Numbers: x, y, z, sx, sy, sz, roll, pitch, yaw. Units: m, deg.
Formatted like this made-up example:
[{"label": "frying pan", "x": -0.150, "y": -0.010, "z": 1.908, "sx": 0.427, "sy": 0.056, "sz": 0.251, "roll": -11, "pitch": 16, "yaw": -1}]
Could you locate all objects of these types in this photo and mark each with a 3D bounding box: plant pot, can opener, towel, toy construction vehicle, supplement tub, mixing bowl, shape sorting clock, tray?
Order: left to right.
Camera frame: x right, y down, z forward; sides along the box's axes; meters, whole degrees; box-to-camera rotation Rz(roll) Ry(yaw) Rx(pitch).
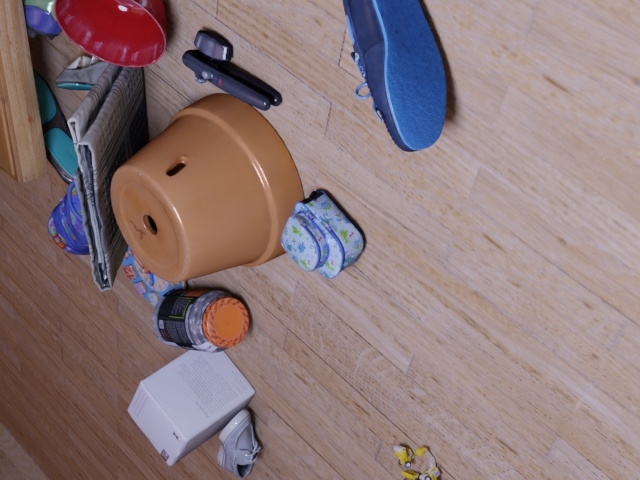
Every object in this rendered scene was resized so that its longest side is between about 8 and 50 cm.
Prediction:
[{"label": "tray", "x": -0.629, "y": -0.330, "z": 1.780, "sx": 0.202, "sy": 0.076, "sz": 0.411, "roll": 33, "pitch": 137, "yaw": 33}, {"label": "towel", "x": -0.353, "y": -0.127, "z": 1.583, "sx": 0.056, "sy": 0.324, "sz": 0.312, "roll": 5, "pitch": 129, "yaw": 2}, {"label": "mixing bowl", "x": -0.318, "y": -0.371, "z": 1.481, "sx": 0.181, "sy": 0.098, "sz": 0.181, "roll": 11, "pitch": 151, "yaw": 7}, {"label": "shape sorting clock", "x": -0.347, "y": 0.055, "z": 1.907, "sx": 0.206, "sy": 0.040, "sz": 0.206, "roll": 30, "pitch": 136, "yaw": 34}, {"label": "plant pot", "x": -0.195, "y": -0.064, "z": 1.495, "sx": 0.290, "sy": 0.203, "sz": 0.291, "roll": 29, "pitch": 135, "yaw": 34}, {"label": "supplement tub", "x": -0.225, "y": 0.150, "z": 1.763, "sx": 0.190, "sy": 0.117, "sz": 0.117, "roll": -1, "pitch": 114, "yaw": 52}, {"label": "can opener", "x": -0.138, "y": -0.247, "z": 1.415, "sx": 0.186, "sy": 0.059, "sz": 0.073, "roll": 40, "pitch": 140, "yaw": 25}, {"label": "toy construction vehicle", "x": 0.163, "y": 0.379, "z": 1.539, "sx": 0.086, "sy": 0.035, "sz": 0.098, "roll": -3, "pitch": 110, "yaw": 63}]

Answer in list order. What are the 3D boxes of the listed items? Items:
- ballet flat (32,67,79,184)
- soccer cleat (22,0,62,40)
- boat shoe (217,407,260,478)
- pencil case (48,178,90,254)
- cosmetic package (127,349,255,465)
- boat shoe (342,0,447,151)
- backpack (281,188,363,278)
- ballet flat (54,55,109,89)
[{"label": "ballet flat", "x": -0.568, "y": -0.227, "z": 1.929, "sx": 0.281, "sy": 0.095, "sz": 0.096, "roll": 60, "pitch": 157, "yaw": -2}, {"label": "soccer cleat", "x": -0.556, "y": -0.493, "z": 1.739, "sx": 0.289, "sy": 0.093, "sz": 0.121, "roll": 47, "pitch": 118, "yaw": 21}, {"label": "boat shoe", "x": -0.159, "y": 0.424, "z": 1.929, "sx": 0.081, "sy": 0.079, "sz": 0.228, "roll": 38, "pitch": 146, "yaw": 16}, {"label": "pencil case", "x": -0.465, "y": -0.057, "z": 1.866, "sx": 0.133, "sy": 0.119, "sz": 0.306, "roll": 65, "pitch": 154, "yaw": 1}, {"label": "cosmetic package", "x": -0.260, "y": 0.322, "z": 1.874, "sx": 0.151, "sy": 0.183, "sz": 0.151, "roll": 49, "pitch": 143, "yaw": 13}, {"label": "boat shoe", "x": 0.087, "y": -0.234, "z": 1.137, "sx": 0.089, "sy": 0.109, "sz": 0.259, "roll": -8, "pitch": 93, "yaw": 60}, {"label": "backpack", "x": 0.000, "y": 0.000, "z": 1.408, "sx": 0.114, "sy": 0.084, "sz": 0.105, "roll": 44, "pitch": 145, "yaw": 15}, {"label": "ballet flat", "x": -0.422, "y": -0.308, "z": 1.722, "sx": 0.213, "sy": 0.072, "sz": 0.068, "roll": 13, "pitch": 97, "yaw": 48}]
